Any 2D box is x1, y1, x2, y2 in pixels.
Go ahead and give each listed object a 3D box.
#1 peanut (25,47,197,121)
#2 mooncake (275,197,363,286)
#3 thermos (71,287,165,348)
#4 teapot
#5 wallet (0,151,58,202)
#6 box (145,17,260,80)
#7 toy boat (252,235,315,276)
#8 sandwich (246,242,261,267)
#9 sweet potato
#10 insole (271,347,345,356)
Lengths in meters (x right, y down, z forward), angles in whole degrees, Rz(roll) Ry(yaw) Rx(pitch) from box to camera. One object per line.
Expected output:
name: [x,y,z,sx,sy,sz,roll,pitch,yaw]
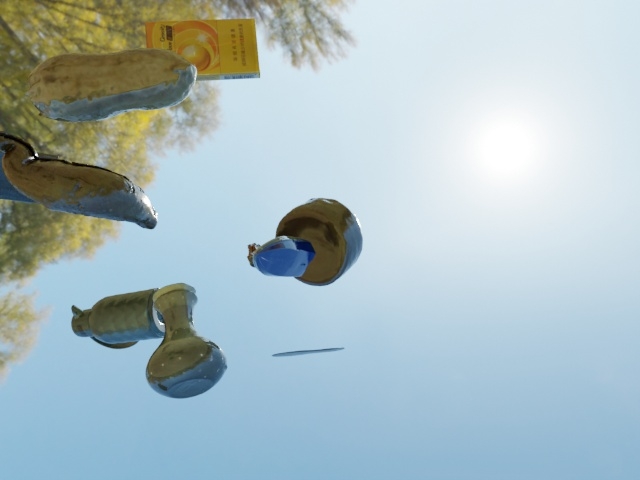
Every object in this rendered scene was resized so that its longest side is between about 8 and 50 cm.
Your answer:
peanut: [-0.271,-0.210,0.726,0.214,0.099,0.099,-16,-147,-12]
mooncake: [0.000,0.000,1.828,0.285,0.284,0.156,-4,-164,34]
thermos: [-0.574,0.237,1.595,0.287,0.182,0.145,-10,-146,15]
teapot: [-0.325,0.232,1.284,0.184,0.183,0.250,-26,-123,8]
wallet: [-0.896,-0.187,1.487,0.044,0.317,0.169,54,-55,43]
box: [-0.289,-0.469,1.351,0.270,0.043,0.152,-6,-101,-8]
toy boat: [-0.115,0.042,1.543,0.088,0.295,0.129,35,-82,19]
sandwich: [-0.207,0.047,1.772,0.029,0.067,0.135,-36,-157,15]
sweet potato: [-0.399,-0.086,0.921,0.124,0.310,0.097,25,-89,57]
insole: [-0.029,0.275,1.348,0.189,0.064,0.004,-1,-109,-19]
